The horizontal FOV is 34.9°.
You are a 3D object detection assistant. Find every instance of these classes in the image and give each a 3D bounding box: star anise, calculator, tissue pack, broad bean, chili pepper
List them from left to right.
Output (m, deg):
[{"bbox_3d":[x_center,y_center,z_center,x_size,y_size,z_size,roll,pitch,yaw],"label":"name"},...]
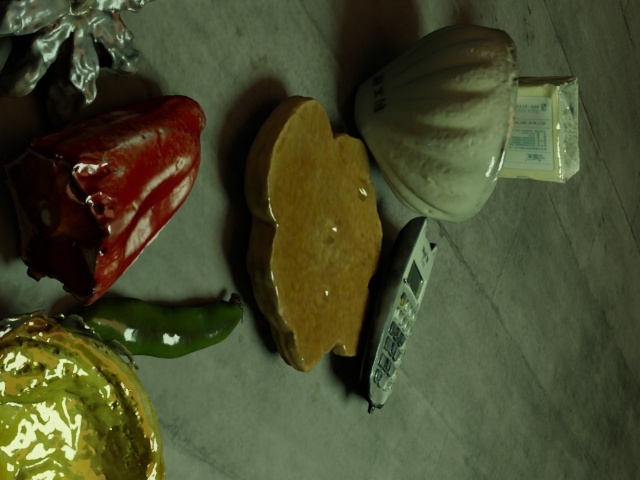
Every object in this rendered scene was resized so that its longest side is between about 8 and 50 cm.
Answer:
[{"bbox_3d":[-0.219,-0.219,0.856,0.230,0.081,0.262,-24,118,-40],"label":"star anise"},{"bbox_3d":[-0.174,-0.053,0.937,0.144,0.136,0.253,59,35,-7],"label":"chili pepper"},{"bbox_3d":[-0.157,0.088,1.035,0.255,0.047,0.065,3,87,-57],"label":"broad bean"},{"bbox_3d":[0.105,0.108,1.393,0.177,0.040,0.268,56,47,-67],"label":"calculator"},{"bbox_3d":[0.273,-0.165,1.485,0.092,0.196,0.148,-32,122,-49],"label":"tissue pack"}]

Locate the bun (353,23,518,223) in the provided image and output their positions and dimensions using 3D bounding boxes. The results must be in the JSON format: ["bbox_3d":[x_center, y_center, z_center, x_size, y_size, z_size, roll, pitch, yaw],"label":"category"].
[{"bbox_3d":[0.129,-0.158,1.302,0.263,0.175,0.263,-171,-90,-80],"label":"bun"}]

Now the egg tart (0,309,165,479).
[{"bbox_3d":[-0.250,0.199,0.867,0.279,0.095,0.278,11,76,-50],"label":"egg tart"}]

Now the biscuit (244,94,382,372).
[{"bbox_3d":[-0.004,-0.001,1.237,0.269,0.051,0.375,-56,140,-39],"label":"biscuit"}]
